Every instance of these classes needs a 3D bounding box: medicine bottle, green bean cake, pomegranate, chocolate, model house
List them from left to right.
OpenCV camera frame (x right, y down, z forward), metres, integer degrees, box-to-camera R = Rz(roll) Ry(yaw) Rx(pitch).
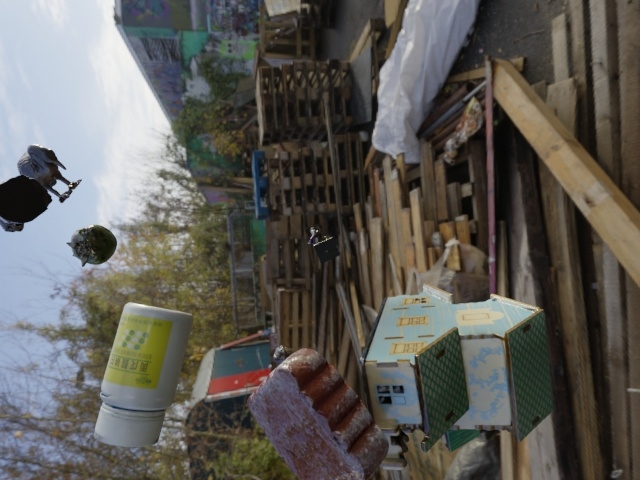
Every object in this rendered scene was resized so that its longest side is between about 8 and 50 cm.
[{"bbox_3d":[-0.407,-0.047,0.564,0.147,0.070,0.072,1,87,53],"label":"chocolate"},{"bbox_3d":[-0.777,0.019,1.419,0.169,0.148,0.149,-48,-42,-75],"label":"pomegranate"},{"bbox_3d":[-0.355,0.263,0.850,0.143,0.143,0.258,135,146,-75],"label":"medicine bottle"},{"bbox_3d":[-0.007,0.190,0.443,0.136,0.056,0.135,50,138,13],"label":"green bean cake"},{"bbox_3d":[0.179,0.164,0.534,0.271,0.206,0.178,-27,-73,-73],"label":"model house"}]

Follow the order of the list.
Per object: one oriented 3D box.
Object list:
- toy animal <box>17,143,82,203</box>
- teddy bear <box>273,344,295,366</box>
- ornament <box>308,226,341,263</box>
[{"bbox_3d":[-0.916,-0.222,1.410,0.298,0.185,0.122,-4,50,46],"label":"toy animal"},{"bbox_3d":[-0.068,0.331,1.085,0.160,0.078,0.119,46,-173,-29],"label":"teddy bear"},{"bbox_3d":[-0.007,0.005,1.568,0.203,0.081,0.088,46,160,60],"label":"ornament"}]
